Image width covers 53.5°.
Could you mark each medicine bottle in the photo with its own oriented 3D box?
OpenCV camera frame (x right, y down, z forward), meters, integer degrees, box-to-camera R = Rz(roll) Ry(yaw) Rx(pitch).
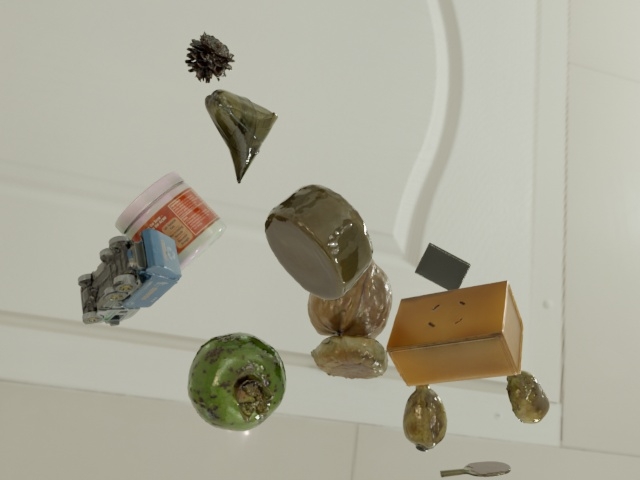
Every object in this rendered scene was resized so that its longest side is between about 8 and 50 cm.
[{"bbox_3d":[-0.450,-0.041,1.931,0.252,0.241,0.252,-43,-176,3],"label":"medicine bottle"}]

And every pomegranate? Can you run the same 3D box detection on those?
[{"bbox_3d":[-0.166,0.297,1.319,0.263,0.210,0.211,175,-75,-68],"label":"pomegranate"}]

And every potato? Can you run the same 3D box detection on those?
[{"bbox_3d":[0.660,0.483,1.983,0.081,0.200,0.164,-16,-138,36],"label":"potato"}]

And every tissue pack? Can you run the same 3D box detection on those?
[{"bbox_3d":[0.319,0.226,1.487,0.145,0.274,0.194,63,31,-22],"label":"tissue pack"}]

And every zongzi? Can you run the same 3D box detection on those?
[{"bbox_3d":[-0.263,-0.300,1.823,0.112,0.220,0.242,40,-74,44],"label":"zongzi"}]

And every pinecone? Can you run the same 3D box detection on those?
[{"bbox_3d":[-0.309,-0.498,1.750,0.121,0.140,0.140,-44,-154,18],"label":"pinecone"}]

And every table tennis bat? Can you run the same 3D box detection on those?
[{"bbox_3d":[0.512,0.759,2.098,0.131,0.234,0.022,156,-71,-85],"label":"table tennis bat"}]

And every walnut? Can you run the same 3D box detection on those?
[{"bbox_3d":[0.116,0.209,2.330,0.344,0.306,0.306,-64,-175,-28],"label":"walnut"}]

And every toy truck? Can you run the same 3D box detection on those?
[{"bbox_3d":[-0.527,0.107,1.735,0.367,0.175,0.146,-36,-122,38],"label":"toy truck"}]

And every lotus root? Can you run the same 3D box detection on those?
[{"bbox_3d":[0.312,0.526,1.914,0.138,0.138,0.214,-178,-99,-77],"label":"lotus root"}]

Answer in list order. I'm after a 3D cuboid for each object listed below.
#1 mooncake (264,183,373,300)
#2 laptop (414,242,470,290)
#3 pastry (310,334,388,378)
[{"bbox_3d":[0.000,0.000,1.589,0.155,0.284,0.284,-40,176,-24],"label":"mooncake"},{"bbox_3d":[0.454,0.104,2.355,0.129,0.180,0.016,-62,-178,-2],"label":"laptop"},{"bbox_3d":[0.108,0.392,2.168,0.235,0.257,0.121,-21,-130,39],"label":"pastry"}]
